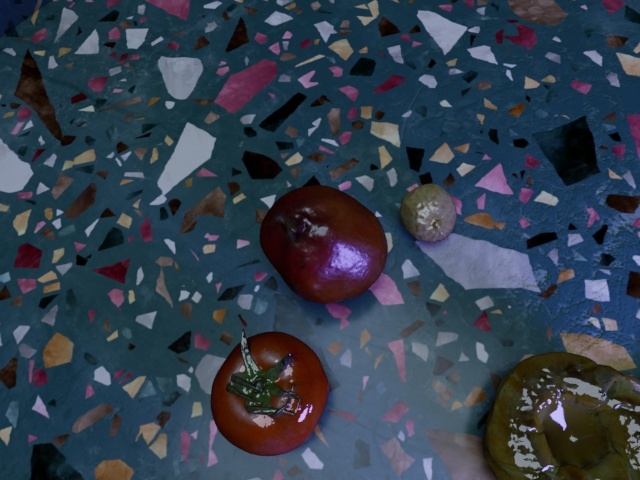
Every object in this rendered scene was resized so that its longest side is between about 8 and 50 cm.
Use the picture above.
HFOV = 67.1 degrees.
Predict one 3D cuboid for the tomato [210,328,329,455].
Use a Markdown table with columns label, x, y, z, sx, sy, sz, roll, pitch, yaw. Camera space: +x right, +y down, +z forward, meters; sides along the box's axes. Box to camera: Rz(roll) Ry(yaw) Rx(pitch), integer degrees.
| label | x | y | z | sx | sy | sz | roll | pitch | yaw |
| --- | --- | --- | --- | --- | --- | --- | --- | --- | --- |
| tomato | -0.107 | 0.327 | 1.041 | 0.256 | 0.224 | 0.255 | -3 | 66 | 8 |

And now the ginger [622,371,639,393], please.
| label | x | y | z | sx | sy | sz | roll | pitch | yaw |
| --- | --- | --- | --- | --- | --- | --- | --- | --- | --- |
| ginger | 0.757 | 0.309 | 1.075 | 0.174 | 0.051 | 0.069 | -13 | 64 | -3 |

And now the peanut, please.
| label | x | y | z | sx | sy | sz | roll | pitch | yaw |
| --- | --- | --- | --- | --- | --- | --- | --- | --- | --- |
| peanut | 0.277 | -0.069 | 1.231 | 0.141 | 0.109 | 0.159 | -29 | 64 | 8 |

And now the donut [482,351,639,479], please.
| label | x | y | z | sx | sy | sz | roll | pitch | yaw |
| --- | --- | --- | --- | --- | --- | --- | --- | --- | --- |
| donut | 0.512 | 0.417 | 0.987 | 0.361 | 0.170 | 0.360 | -4 | 61 | 6 |

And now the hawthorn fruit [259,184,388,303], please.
| label | x | y | z | sx | sy | sz | roll | pitch | yaw |
| --- | --- | --- | --- | --- | --- | --- | --- | --- | --- |
| hawthorn fruit | -0.001 | 0.003 | 1.138 | 0.311 | 0.295 | 0.294 | 29 | 67 | -30 |
